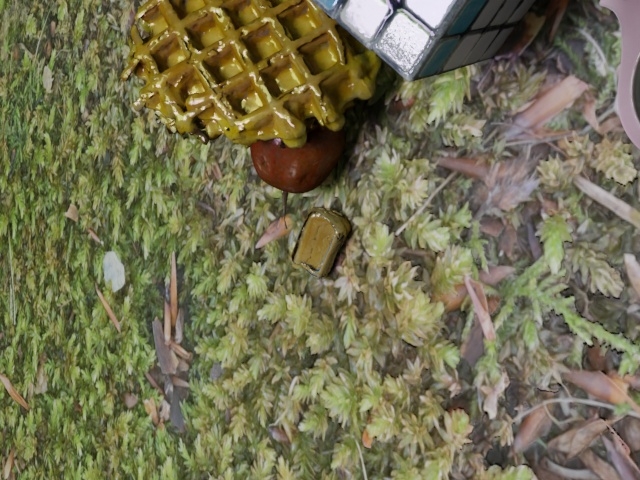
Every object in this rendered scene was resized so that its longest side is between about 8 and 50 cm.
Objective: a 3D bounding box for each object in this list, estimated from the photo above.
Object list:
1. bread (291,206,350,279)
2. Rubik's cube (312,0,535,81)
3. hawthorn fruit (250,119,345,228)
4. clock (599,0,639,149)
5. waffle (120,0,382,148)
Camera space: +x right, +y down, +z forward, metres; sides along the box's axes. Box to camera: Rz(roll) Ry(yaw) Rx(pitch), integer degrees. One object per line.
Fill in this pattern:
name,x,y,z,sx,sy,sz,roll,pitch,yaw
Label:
bread,0.000,0.000,1.484,0.072,0.053,0.106,35,119,19
Rubik's cube,0.137,-0.373,1.136,0.253,0.259,0.256,45,126,15
hawthorn fruit,-0.050,-0.137,1.474,0.189,0.149,0.149,-50,53,30
clock,0.433,-0.198,0.966,0.290,0.080,0.275,-28,68,45
waffle,-0.093,-0.312,1.400,0.382,0.095,0.379,9,77,11
